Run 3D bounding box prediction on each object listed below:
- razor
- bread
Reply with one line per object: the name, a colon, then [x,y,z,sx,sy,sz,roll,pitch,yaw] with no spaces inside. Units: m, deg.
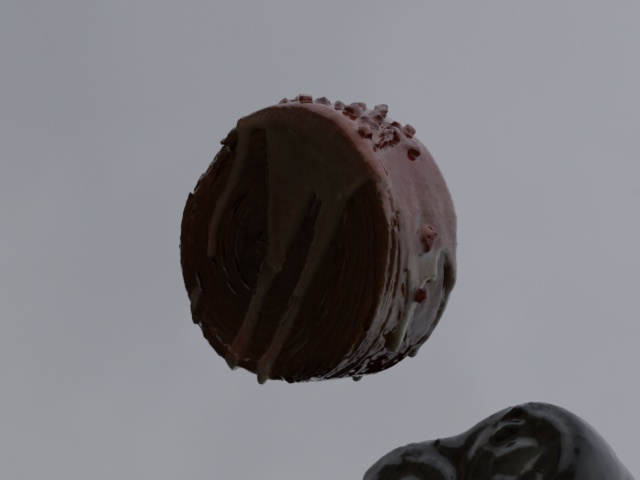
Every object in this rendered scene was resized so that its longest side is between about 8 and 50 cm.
razor: [0.168,0.267,1.331,0.204,0.113,0.349,-19,-54,18]
bread: [0.000,0.000,0.990,0.160,0.073,0.160,-2,-92,42]
